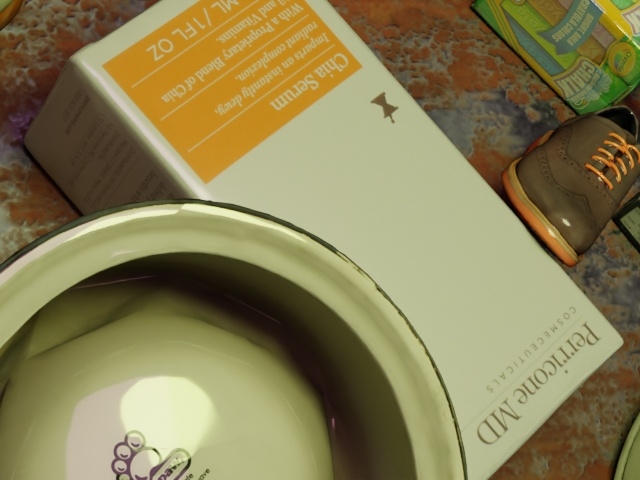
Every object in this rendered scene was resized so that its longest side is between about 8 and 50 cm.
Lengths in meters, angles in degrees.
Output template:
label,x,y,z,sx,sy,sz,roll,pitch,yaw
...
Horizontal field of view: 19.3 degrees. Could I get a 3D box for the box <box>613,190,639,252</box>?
label,x,y,z,sx,sy,sz,roll,pitch,yaw
box,0.414,0.011,1.773,0.183,0.059,0.232,-38,86,-30

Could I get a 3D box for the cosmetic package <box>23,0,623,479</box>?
label,x,y,z,sx,sy,sz,roll,pitch,yaw
cosmetic package,0.000,0.000,1.531,0.453,0.161,0.230,49,57,2

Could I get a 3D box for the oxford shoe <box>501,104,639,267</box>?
label,x,y,z,sx,sy,sz,roll,pitch,yaw
oxford shoe,0.225,-0.060,1.620,0.097,0.098,0.271,48,22,-9

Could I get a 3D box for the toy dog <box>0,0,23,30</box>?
label,x,y,z,sx,sy,sz,roll,pitch,yaw
toy dog,-0.375,-0.215,1.365,0.395,0.284,0.408,23,40,25

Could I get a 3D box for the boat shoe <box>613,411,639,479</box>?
label,x,y,z,sx,sy,sz,roll,pitch,yaw
boat shoe,0.326,0.270,1.585,0.113,0.127,0.340,40,43,-38

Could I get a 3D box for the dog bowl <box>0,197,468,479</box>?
label,x,y,z,sx,sy,sz,roll,pitch,yaw
dog bowl,-0.110,0.182,1.298,0.408,0.150,0.407,2,84,-22

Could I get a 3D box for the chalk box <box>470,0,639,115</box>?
label,x,y,z,sx,sy,sz,roll,pitch,yaw
chalk box,0.278,-0.211,1.773,0.213,0.132,0.132,44,57,0
